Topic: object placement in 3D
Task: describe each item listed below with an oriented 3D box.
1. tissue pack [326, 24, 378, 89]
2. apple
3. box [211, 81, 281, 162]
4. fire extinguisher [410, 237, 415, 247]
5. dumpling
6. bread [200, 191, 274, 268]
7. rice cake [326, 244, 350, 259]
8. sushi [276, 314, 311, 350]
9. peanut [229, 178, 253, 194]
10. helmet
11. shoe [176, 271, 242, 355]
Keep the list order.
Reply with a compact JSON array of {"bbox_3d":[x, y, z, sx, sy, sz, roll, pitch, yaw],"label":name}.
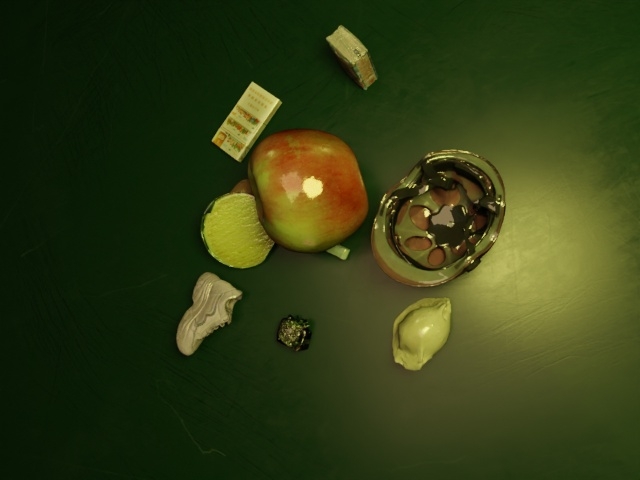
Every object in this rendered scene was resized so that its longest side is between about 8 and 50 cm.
[{"bbox_3d":[0.089,-0.492,1.236,0.065,0.155,0.115,-41,72,8],"label":"tissue pack"},{"bbox_3d":[-0.027,-0.128,1.157,0.277,0.319,0.319,-15,78,-12],"label":"apple"},{"bbox_3d":[-0.227,-0.362,1.391,0.122,0.032,0.220,38,96,18],"label":"box"},{"bbox_3d":[0.240,-0.020,1.203,0.028,0.022,0.083,-1,81,-20],"label":"fire extinguisher"},{"bbox_3d":[0.244,0.220,1.137,0.155,0.181,0.111,6,124,47],"label":"dumpling"},{"bbox_3d":[-0.231,-0.030,1.313,0.228,0.033,0.229,0,102,-1],"label":"bread"},{"bbox_3d":[0.000,0.000,1.273,0.180,0.030,0.042,26,97,19],"label":"rice cake"},{"bbox_3d":[-0.072,0.250,1.258,0.083,0.056,0.085,13,89,27],"label":"sushi"},{"bbox_3d":[-0.242,-0.115,1.346,0.076,0.076,0.152,40,94,18],"label":"peanut"},{"bbox_3d":[0.291,-0.041,1.095,0.271,0.197,0.338,37,98,25],"label":"helmet"},{"bbox_3d":[-0.320,0.225,1.321,0.137,0.095,0.245,18,83,22],"label":"shoe"}]
